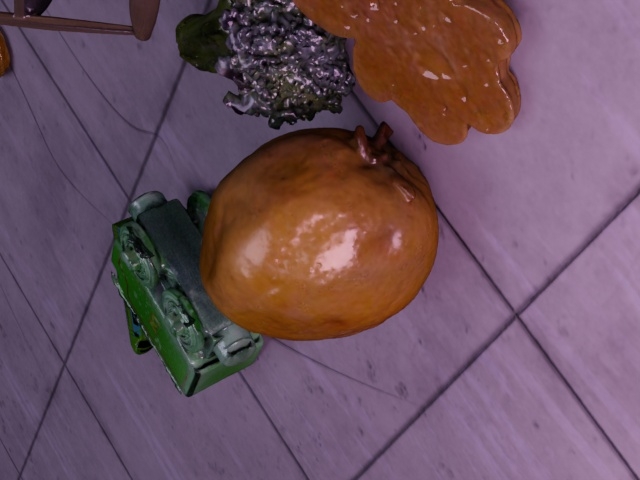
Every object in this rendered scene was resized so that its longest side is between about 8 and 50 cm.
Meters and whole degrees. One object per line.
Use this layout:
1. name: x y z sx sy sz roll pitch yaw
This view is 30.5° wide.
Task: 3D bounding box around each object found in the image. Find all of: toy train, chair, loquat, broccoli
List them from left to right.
1. chair: -0.275 -0.308 1.145 0.166 0.272 0.188 -82 4 -49
2. toy train: -0.247 0.071 1.635 0.042 0.044 0.209 22 125 45
3. toy train: -0.162 0.061 1.448 0.243 0.132 0.188 57 153 15
4. broccoli: -0.078 -0.203 1.197 0.304 0.146 0.164 19 120 63
5. loquat: 0.000 0.000 1.109 0.238 0.238 0.193 115 145 -47

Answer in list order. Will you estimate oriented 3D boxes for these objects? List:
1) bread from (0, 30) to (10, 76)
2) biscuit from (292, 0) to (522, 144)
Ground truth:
1. bread: -0.514 -0.287 1.800 0.111 0.044 0.083 13 120 47
2. biscuit: 0.069 -0.209 0.987 0.202 0.044 0.288 -19 115 49
